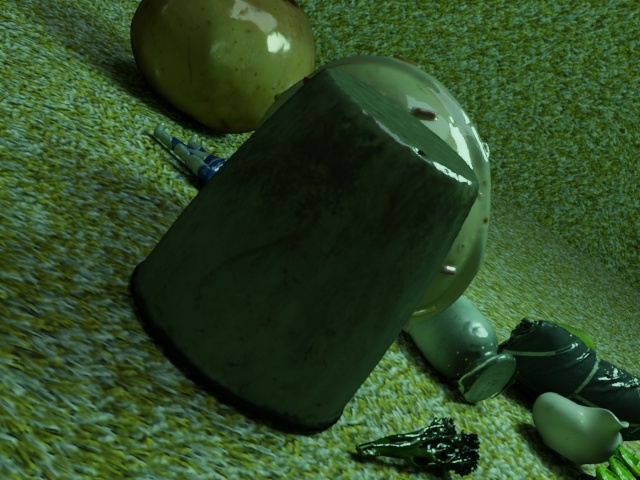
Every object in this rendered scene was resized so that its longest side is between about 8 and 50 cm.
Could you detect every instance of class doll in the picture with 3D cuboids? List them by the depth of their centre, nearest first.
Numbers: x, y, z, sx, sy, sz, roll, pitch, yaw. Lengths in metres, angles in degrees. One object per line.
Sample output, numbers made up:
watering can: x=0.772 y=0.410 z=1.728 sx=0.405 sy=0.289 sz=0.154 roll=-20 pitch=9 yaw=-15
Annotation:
doll: x=-0.169 y=-0.112 z=1.619 sx=0.114 sy=0.057 sz=0.227 roll=24 pitch=18 yaw=-51

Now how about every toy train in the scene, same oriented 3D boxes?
toy train: x=0.415 y=0.375 z=1.402 sx=0.160 sy=0.100 sz=0.296 roll=50 pitch=18 yaw=17

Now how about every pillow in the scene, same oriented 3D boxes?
pillow: x=0.437 y=0.243 z=1.731 sx=0.335 sy=0.161 sz=0.092 roll=35 pitch=45 yaw=-14

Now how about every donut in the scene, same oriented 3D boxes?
donut: x=0.045 y=-0.058 z=1.368 sx=0.382 sy=0.382 sz=0.142 roll=44 pitch=32 yaw=23

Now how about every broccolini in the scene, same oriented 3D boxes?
broccolini: x=0.105 y=0.251 z=1.214 sx=0.201 sy=0.058 sz=0.074 roll=2 pitch=21 yaw=-40

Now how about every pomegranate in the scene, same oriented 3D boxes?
pomegranate: x=-0.167 y=-0.367 z=1.866 sx=0.338 sy=0.338 sz=0.338 roll=34 pitch=16 yaw=-11

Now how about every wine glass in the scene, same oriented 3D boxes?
wine glass: x=0.204 y=0.147 z=1.573 sx=0.111 sy=0.111 sz=0.204 roll=17 pitch=28 yaw=-51

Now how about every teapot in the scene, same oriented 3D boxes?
teapot: x=0.390 y=0.289 z=1.592 sx=0.145 sy=0.092 sz=0.226 roll=35 pitch=-4 yaw=-18

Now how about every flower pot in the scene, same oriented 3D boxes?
flower pot: x=0.000 y=0.000 z=1.151 sx=0.294 sy=0.330 sz=0.293 roll=36 pitch=15 yaw=-11

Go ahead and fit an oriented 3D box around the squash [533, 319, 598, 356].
squash: x=0.409 y=0.205 z=1.861 sx=0.187 sy=0.123 sz=0.123 roll=15 pitch=26 yaw=-42
